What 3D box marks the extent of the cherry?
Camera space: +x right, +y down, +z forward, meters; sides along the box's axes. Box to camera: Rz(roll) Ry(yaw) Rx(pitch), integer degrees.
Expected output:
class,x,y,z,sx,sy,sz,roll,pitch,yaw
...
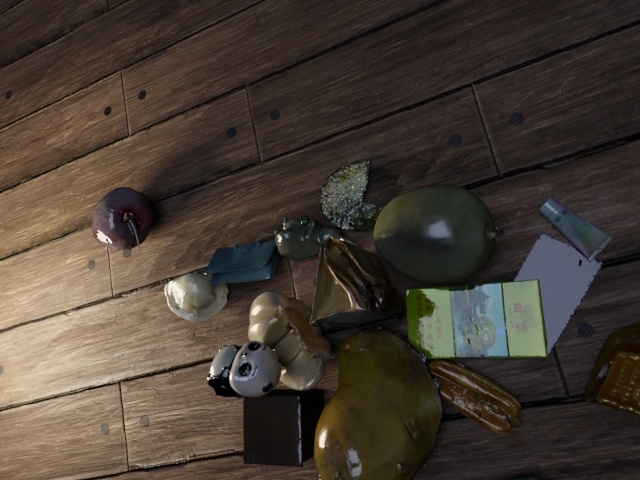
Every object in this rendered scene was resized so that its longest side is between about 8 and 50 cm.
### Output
class,x,y,z,sx,sy,sz,roll,pitch,yaw
cherry,-0.665,-0.072,1.697,0.265,0.183,0.214,11,70,36

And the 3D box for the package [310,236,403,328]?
class,x,y,z,sx,sy,sz,roll,pitch,yaw
package,0.122,0.123,1.274,0.164,0.311,0.222,5,81,24

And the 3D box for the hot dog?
class,x,y,z,sx,sy,sz,roll,pitch,yaw
hot dog,0.372,0.379,1.258,0.269,0.072,0.109,31,91,22

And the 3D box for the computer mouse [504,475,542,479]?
class,x,y,z,sx,sy,sz,roll,pitch,yaw
computer mouse,0.413,0.705,1.159,0.374,0.114,0.203,-46,65,0

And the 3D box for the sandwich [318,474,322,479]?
class,x,y,z,sx,sy,sz,roll,pitch,yaw
sandwich,0.102,0.706,1.284,0.254,0.288,0.099,39,107,-21

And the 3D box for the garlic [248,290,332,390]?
class,x,y,z,sx,sy,sz,roll,pitch,yaw
garlic,-0.091,0.271,1.416,0.281,0.184,0.203,46,120,2

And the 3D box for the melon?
class,x,y,z,sx,sy,sz,roll,pitch,yaw
melon,0.286,-0.016,1.267,0.307,0.271,0.272,18,88,19

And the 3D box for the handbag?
class,x,y,z,sx,sy,sz,roll,pitch,yaw
handbag,-0.233,0.061,1.538,0.220,0.057,0.144,-9,38,21

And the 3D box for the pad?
class,x,y,z,sx,sy,sz,roll,pitch,yaw
pad,0.561,0.130,1.262,0.159,0.009,0.265,31,91,24

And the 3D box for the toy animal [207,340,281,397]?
class,x,y,z,sx,sy,sz,roll,pitch,yaw
toy animal,-0.184,0.323,1.300,0.179,0.138,0.166,-17,37,38

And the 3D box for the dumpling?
class,x,y,z,sx,sy,sz,roll,pitch,yaw
dumpling,-0.390,0.179,1.579,0.180,0.111,0.155,-16,72,25

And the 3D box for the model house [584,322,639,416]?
class,x,y,z,sx,sy,sz,roll,pitch,yaw
model house,0.694,0.260,1.058,0.173,0.239,0.268,21,90,25

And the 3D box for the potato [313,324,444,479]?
class,x,y,z,sx,sy,sz,roll,pitch,yaw
potato,0.107,0.412,1.209,0.289,0.295,0.398,-15,78,36

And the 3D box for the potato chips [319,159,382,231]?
class,x,y,z,sx,sy,sz,roll,pitch,yaw
potato chips,0.098,-0.121,1.487,0.202,0.029,0.220,-34,67,13

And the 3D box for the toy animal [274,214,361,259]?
class,x,y,z,sx,sy,sz,roll,pitch,yaw
toy animal,0.001,0.000,1.467,0.251,0.127,0.126,8,65,11

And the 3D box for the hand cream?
class,x,y,z,sx,sy,sz,roll,pitch,yaw
hand cream,0.622,-0.034,1.251,0.174,0.047,0.076,43,95,14

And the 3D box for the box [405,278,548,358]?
class,x,y,z,sx,sy,sz,roll,pitch,yaw
box,0.388,0.205,1.287,0.334,0.047,0.187,-7,77,24

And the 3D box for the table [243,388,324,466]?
class,x,y,z,sx,sy,sz,roll,pitch,yaw
table,-0.085,0.491,1.354,0.172,0.193,0.169,-6,78,21
